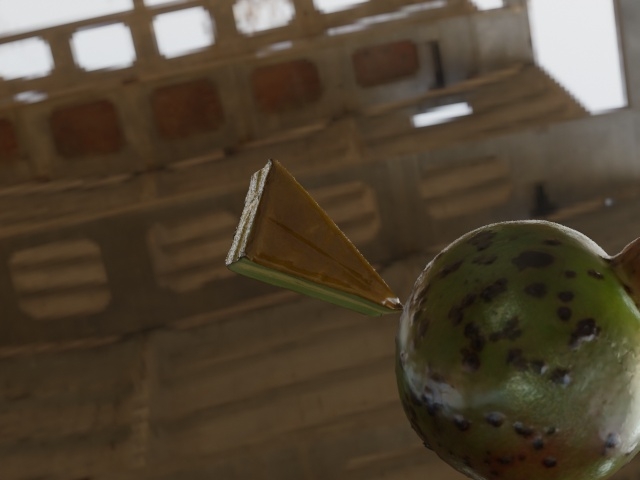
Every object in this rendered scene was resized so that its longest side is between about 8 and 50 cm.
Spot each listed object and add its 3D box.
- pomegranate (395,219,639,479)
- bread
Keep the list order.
[{"bbox_3d":[0.134,0.054,0.803,0.205,0.159,0.159,-35,-163,13],"label":"pomegranate"},{"bbox_3d":[0.005,0.002,1.171,0.139,0.084,0.074,19,165,-11],"label":"bread"}]
